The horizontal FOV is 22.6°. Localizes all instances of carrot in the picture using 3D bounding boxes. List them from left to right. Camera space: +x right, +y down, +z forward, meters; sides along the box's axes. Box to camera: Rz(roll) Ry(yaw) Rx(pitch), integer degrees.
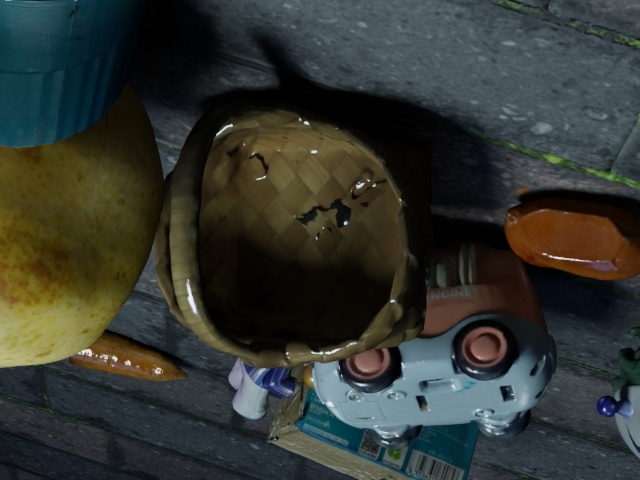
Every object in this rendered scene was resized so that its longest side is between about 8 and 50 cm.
[{"bbox_3d":[-0.314,0.195,2.617,0.205,0.072,0.072,17,155,0],"label":"carrot"}]

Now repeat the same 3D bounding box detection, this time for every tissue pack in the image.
[{"bbox_3d":[0.084,0.247,2.296,0.271,0.192,0.134,26,153,-12],"label":"tissue pack"}]

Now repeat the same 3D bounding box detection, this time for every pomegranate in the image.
[{"bbox_3d":[-0.351,-0.046,1.677,0.417,0.416,0.416,16,155,8],"label":"pomegranate"}]

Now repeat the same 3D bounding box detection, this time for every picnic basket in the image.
[{"bbox_3d":[-0.063,-0.007,1.719,0.337,0.293,0.337,3,179,0],"label":"picnic basket"}]

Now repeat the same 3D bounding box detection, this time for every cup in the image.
[{"bbox_3d":[-0.282,-0.258,1.389,0.308,0.242,0.292,39,155,6],"label":"cup"}]

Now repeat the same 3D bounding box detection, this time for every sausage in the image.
[{"bbox_3d":[0.288,-0.003,1.776,0.179,0.089,0.089,7,152,29],"label":"sausage"}]

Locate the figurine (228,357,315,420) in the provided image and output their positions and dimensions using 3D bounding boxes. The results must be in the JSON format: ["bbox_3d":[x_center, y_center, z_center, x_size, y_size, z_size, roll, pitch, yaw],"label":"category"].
[{"bbox_3d":[-0.048,0.117,2.116,0.133,0.193,0.274,16,153,-23],"label":"figurine"}]

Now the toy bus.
[{"bbox_3d":[0.134,0.107,1.907,0.288,0.232,0.194,-6,151,11],"label":"toy bus"}]

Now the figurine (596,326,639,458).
[{"bbox_3d":[0.522,0.239,1.993,0.382,0.186,0.261,31,147,-15],"label":"figurine"}]
